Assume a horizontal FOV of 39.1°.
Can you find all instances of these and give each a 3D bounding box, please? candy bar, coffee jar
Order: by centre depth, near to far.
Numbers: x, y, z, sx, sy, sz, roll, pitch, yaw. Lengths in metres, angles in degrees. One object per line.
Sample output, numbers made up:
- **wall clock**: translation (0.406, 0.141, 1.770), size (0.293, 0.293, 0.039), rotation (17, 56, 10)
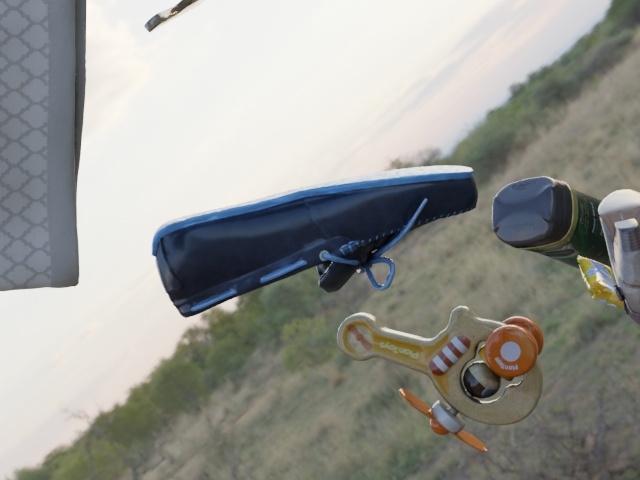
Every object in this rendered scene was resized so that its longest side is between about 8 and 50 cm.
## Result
- **candy bar**: translation (0.281, 0.040, 0.905), size (0.161, 0.040, 0.018), rotation (-38, -28, -75)
- **coffee jar**: translation (0.289, -0.018, 1.067), size (0.184, 0.079, 0.096), rotation (15, -18, -41)

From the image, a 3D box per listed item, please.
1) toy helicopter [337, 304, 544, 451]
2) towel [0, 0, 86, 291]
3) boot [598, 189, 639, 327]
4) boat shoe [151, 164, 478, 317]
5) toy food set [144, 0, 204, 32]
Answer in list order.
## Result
- **toy helicopter**: translation (0.194, 0.217, 1.526), size (0.140, 0.355, 0.235), rotation (-10, -67, -72)
- **towel**: translation (-0.285, -0.108, 0.501), size (0.317, 0.332, 0.053), rotation (-5, 21, -32)
- **boot**: translation (0.256, 0.015, 0.741), size (0.042, 0.087, 0.118), rotation (-8, 19, 22)
- **boat shoe**: translation (0.000, 0.000, 0.722), size (0.258, 0.089, 0.109), rotation (-12, 6, 6)
- **toy food set**: translation (-0.059, -0.237, 0.602), size (0.218, 0.071, 0.128), rotation (-35, 13, 32)
